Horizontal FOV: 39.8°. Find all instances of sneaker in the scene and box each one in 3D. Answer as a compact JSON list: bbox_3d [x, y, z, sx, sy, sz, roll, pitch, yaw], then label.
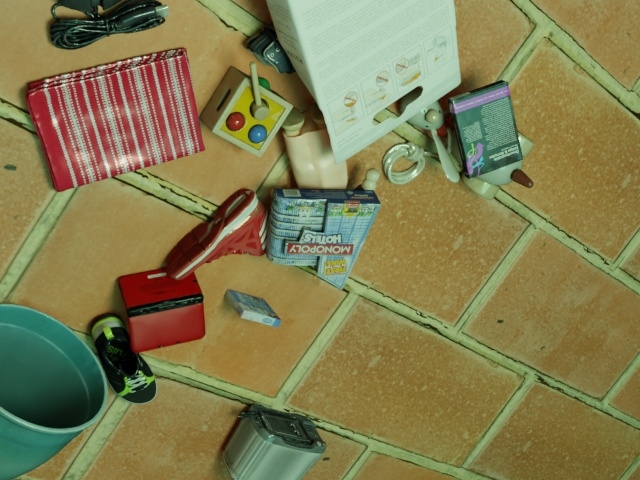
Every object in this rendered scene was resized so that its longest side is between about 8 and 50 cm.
[{"bbox_3d":[-0.058,-0.388,1.487,0.163,0.086,0.226,-30,128,-13],"label":"sneaker"},{"bbox_3d":[-0.372,0.244,1.675,0.084,0.097,0.234,-29,127,-11],"label":"sneaker"},{"bbox_3d":[-0.174,0.019,1.661,0.221,0.087,0.128,-41,127,0],"label":"sneaker"}]

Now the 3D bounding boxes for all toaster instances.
[{"bbox_3d":[-0.110,0.454,1.920,0.227,0.129,0.146,21,108,-37],"label":"toaster"}]

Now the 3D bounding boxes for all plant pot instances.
[{"bbox_3d":[-0.552,0.294,1.516,0.272,0.271,0.255,26,116,-37],"label":"plant pot"}]

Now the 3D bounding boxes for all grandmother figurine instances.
[{"bbox_3d":[0.012,-0.098,1.693,0.208,0.104,0.342,-6,127,6],"label":"grandmother figurine"}]

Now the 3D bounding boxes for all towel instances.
[{"bbox_3d":[-0.337,-0.200,1.482,0.275,0.031,0.198,-18,125,-19],"label":"towel"}]

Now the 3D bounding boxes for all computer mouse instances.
[{"bbox_3d":[-0.337,-0.424,1.325,0.189,0.072,0.272,-19,124,-17],"label":"computer mouse"}]

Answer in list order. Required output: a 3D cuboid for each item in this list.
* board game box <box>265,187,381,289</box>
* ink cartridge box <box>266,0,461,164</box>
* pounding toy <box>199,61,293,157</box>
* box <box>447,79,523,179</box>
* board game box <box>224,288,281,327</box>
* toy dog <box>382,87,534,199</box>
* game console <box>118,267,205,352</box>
[{"bbox_3d":[0.000,0.000,1.659,0.194,0.060,0.194,0,122,-13],"label":"board game box"},{"bbox_3d":[0.084,-0.360,1.500,0.308,0.091,0.385,-35,138,-16],"label":"ink cartridge box"},{"bbox_3d":[-0.123,-0.235,1.531,0.130,0.100,0.141,26,103,-37],"label":"pounding toy"},{"bbox_3d":[0.313,-0.209,1.676,0.116,0.029,0.162,-19,110,-8],"label":"box"},{"bbox_3d":[-0.134,0.133,1.744,0.090,0.090,0.020,18,105,-35],"label":"board game box"},{"bbox_3d":[0.307,-0.179,1.757,0.334,0.161,0.220,3,115,-30],"label":"toy dog"},{"bbox_3d":[-0.296,0.125,1.652,0.144,0.124,0.085,-10,144,-24],"label":"game console"}]
